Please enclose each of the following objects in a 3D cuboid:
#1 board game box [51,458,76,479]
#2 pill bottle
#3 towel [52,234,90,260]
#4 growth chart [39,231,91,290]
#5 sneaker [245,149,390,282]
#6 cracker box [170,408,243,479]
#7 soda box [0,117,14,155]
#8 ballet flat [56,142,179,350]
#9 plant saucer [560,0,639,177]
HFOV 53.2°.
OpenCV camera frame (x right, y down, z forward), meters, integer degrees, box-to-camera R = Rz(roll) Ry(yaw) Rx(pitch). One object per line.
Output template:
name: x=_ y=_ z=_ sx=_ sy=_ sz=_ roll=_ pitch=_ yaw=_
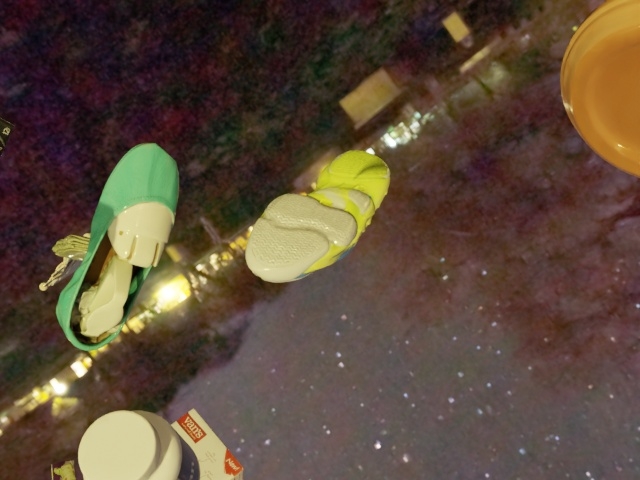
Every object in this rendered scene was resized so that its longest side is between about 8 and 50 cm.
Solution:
board game box: x=-0.480 y=0.611 z=1.230 sx=0.056 sy=0.208 sz=0.346 roll=-8 pitch=131 yaw=-27
pill bottle: x=-0.180 y=0.226 z=0.641 sx=0.094 sy=0.094 sz=0.169 roll=-38 pitch=157 yaw=-18
towel: x=-0.328 y=0.016 z=0.942 sx=0.148 sy=0.110 sz=0.027 roll=-11 pitch=-113 yaw=58
growth chart: x=-0.456 y=0.019 z=1.264 sx=0.237 sy=0.021 sz=0.172 roll=-36 pitch=-178 yaw=39
sneaker: x=0.000 y=0.000 z=0.696 sx=0.240 sy=0.091 sz=0.126 roll=-41 pitch=156 yaw=-44
cracker box: x=-0.276 y=0.440 z=1.157 sx=0.232 sy=0.156 sz=0.067 roll=-34 pitch=153 yaw=-30
soda box: x=-0.484 y=-0.132 z=0.850 sx=0.169 sy=0.053 sz=0.060 roll=-1 pitch=-114 yaw=36
ballet flat: x=-0.204 y=0.020 z=0.670 sx=0.083 sy=0.087 sz=0.247 roll=12 pitch=119 yaw=-41
plant saucer: x=0.306 y=-0.127 z=0.570 sx=0.037 sy=0.200 sz=0.200 roll=-45 pitch=-173 yaw=-28
